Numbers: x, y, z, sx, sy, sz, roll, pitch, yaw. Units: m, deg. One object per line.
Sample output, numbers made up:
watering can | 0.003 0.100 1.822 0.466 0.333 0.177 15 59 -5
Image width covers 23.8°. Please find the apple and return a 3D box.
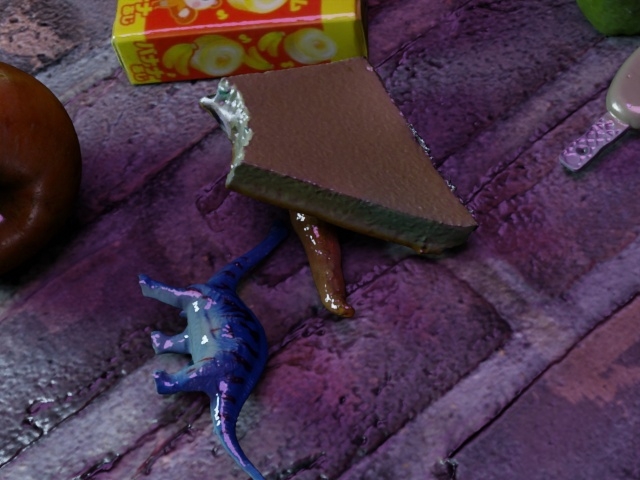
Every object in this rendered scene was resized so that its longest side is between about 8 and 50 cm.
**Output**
apple | -0.361 -0.075 1.549 0.237 0.237 0.207 -37 41 -14

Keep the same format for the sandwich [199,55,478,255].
sandwich | 0.006 -0.071 1.515 0.212 0.063 0.245 -12 54 -30

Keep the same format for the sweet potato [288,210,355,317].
sweet potato | 0.000 0.000 1.524 0.050 0.050 0.214 -15 54 1

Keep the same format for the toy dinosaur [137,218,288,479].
toy dinosaur | -0.109 0.102 1.467 0.144 0.076 0.329 0 47 2

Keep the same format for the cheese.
cheese | 0.319 -0.135 1.563 0.192 0.037 0.097 -39 58 -16

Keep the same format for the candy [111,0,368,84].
candy | -0.086 -0.262 1.690 0.276 0.088 0.146 -6 55 7

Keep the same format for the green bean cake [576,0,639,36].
green bean cake | 0.359 -0.327 1.564 0.222 0.248 0.125 2 46 11
